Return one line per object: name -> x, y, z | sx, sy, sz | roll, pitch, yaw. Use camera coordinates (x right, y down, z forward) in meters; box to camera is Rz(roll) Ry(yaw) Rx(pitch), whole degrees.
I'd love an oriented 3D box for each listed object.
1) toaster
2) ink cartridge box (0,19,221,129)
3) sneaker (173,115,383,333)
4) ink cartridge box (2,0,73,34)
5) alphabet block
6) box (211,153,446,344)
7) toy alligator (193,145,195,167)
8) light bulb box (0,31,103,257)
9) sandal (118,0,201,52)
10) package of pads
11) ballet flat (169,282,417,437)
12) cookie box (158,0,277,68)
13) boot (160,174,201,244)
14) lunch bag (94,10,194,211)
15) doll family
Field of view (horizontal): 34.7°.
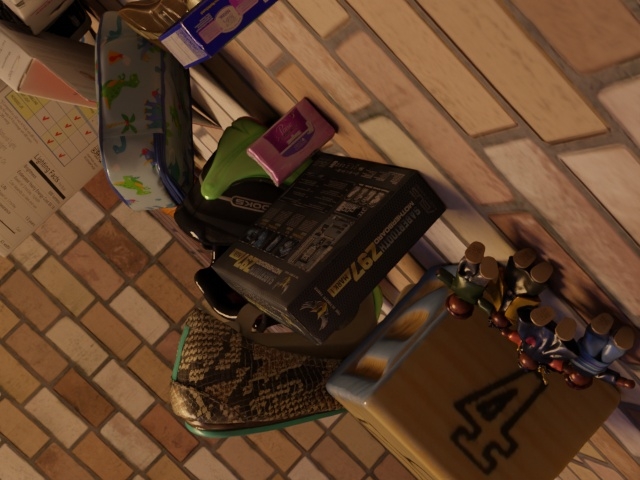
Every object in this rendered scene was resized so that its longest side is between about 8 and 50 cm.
toaster -> -0.437, -0.363, 1.478 | 0.186, 0.110, 0.168 | 39, 167, 25
ink cartridge box -> -0.305, -0.207, 1.411 | 0.239, 0.060, 0.275 | 39, -162, 27
sneaker -> -0.062, 0.031, 1.354 | 0.185, 0.202, 0.483 | 37, 167, 35
ink cartridge box -> -0.365, -0.345, 1.300 | 0.060, 0.104, 0.180 | 43, 169, 5
alphabet block -> 0.152, 0.158, 1.074 | 0.197, 0.193, 0.192 | 45, 171, -7
box -> 0.000, 0.000, 1.056 | 0.059, 0.183, 0.233 | 49, 168, -22
toy alligator -> -0.234, -0.140, 1.731 | 0.051, 0.056, 0.190 | 44, 170, -2
light bulb box -> -0.539, -0.218, 1.746 | 0.225, 0.361, 0.358 | 42, 169, 21
sandal -> -0.150, -0.242, 1.073 | 0.072, 0.049, 0.180 | 43, 156, -24
package of pads -> -0.031, -0.101, 1.050 | 0.050, 0.083, 0.032 | 47, 175, 4
ballet flat -> 0.056, 0.134, 1.230 | 0.483, 0.182, 0.164 | 4, -174, -28
cookie box -> -0.084, -0.192, 0.875 | 0.040, 0.092, 0.107 | 50, 169, -15
boot -> -0.217, -0.075, 1.853 | 0.295, 0.104, 0.211 | 50, 158, -27
lunch bag -> -0.204, -0.152, 1.216 | 0.176, 0.090, 0.219 | 79, -174, -73
doll family -> 0.192, 0.075, 0.914 | 0.193, 0.076, 0.111 | 45, 151, 20
